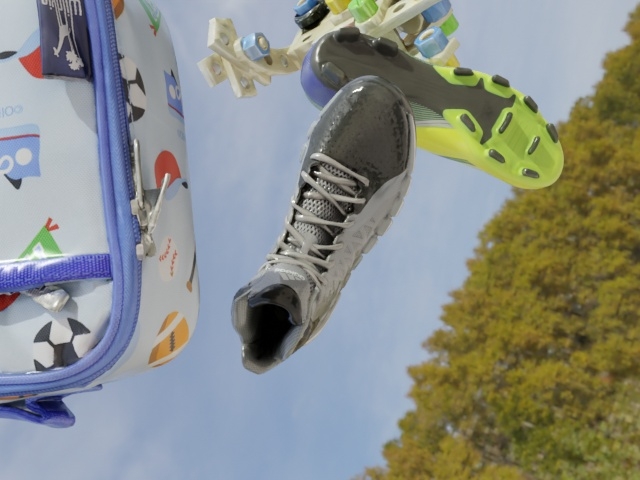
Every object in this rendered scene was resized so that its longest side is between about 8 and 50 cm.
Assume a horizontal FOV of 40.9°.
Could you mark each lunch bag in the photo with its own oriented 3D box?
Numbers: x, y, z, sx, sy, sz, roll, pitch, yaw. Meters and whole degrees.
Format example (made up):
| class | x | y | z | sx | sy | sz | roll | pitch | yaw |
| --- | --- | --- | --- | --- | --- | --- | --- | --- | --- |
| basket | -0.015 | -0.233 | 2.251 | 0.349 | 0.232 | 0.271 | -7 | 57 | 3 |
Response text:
| class | x | y | z | sx | sy | sz | roll | pitch | yaw |
| --- | --- | --- | --- | --- | --- | --- | --- | --- | --- |
| lunch bag | -0.209 | -0.019 | 0.443 | 0.115 | 0.303 | 0.243 | 26 | -122 | -75 |

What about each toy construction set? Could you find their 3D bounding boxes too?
| class | x | y | z | sx | sy | sz | roll | pitch | yaw |
| --- | --- | --- | --- | --- | --- | --- | --- | --- | --- |
| toy construction set | 0.022 | -0.244 | 1.034 | 0.151 | 0.327 | 0.215 | 63 | -147 | -37 |

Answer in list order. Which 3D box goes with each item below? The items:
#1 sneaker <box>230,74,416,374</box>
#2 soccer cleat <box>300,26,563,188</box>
| class | x | y | z | sx | sy | sz | roll | pitch | yaw |
| --- | --- | --- | --- | --- | --- | --- | --- | --- | --- |
| sneaker | 0.000 | 0.000 | 0.602 | 0.132 | 0.086 | 0.229 | -53 | -15 | -70 |
| soccer cleat | 0.116 | -0.132 | 0.896 | 0.121 | 0.289 | 0.093 | 133 | 159 | -73 |
